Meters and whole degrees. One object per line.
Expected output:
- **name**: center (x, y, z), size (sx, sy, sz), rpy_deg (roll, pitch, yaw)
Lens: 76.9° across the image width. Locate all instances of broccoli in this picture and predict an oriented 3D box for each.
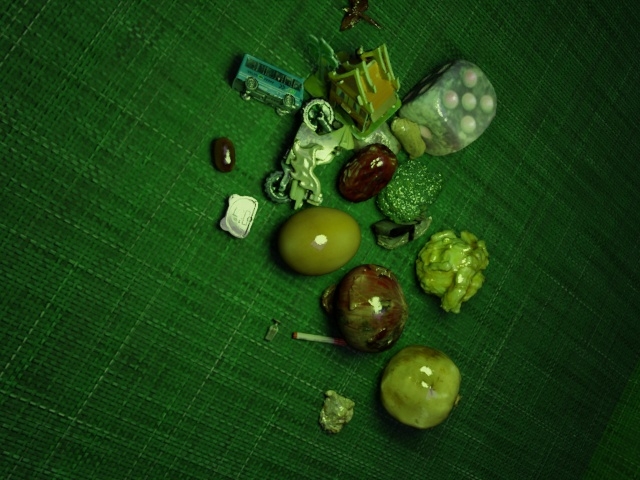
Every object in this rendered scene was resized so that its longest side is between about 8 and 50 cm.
- **broccoli**: center (0.354, -0.190, 1.605), size (0.241, 0.261, 0.270), rpy_deg (20, 81, -58)

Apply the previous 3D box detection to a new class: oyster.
- **oyster**: center (0.062, 0.695, 1.632), size (0.163, 0.081, 0.191), rpy_deg (-34, 100, -9)

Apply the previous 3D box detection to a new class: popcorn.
- **popcorn**: center (0.527, 0.114, 1.644), size (0.335, 0.279, 0.274), rpy_deg (-41, 146, -14)

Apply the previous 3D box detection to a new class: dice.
- **dice**: center (0.495, -0.516, 1.589), size (0.271, 0.270, 0.270), rpy_deg (-47, 107, -11)

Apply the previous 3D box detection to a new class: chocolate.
- **chocolate**: center (0.194, -0.425, 1.589), size (0.303, 0.100, 0.185), rpy_deg (45, 83, -13)

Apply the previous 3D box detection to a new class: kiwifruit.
- **kiwifruit**: center (-0.338, -0.302, 1.422), size (0.075, 0.075, 0.125), rpy_deg (-10, 100, -18)

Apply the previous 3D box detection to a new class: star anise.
- **star anise**: center (0.163, -0.858, 1.530), size (0.140, 0.144, 0.159), rpy_deg (-17, 134, -47)

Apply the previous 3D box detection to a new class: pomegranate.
- **pomegranate**: center (0.398, 0.575, 1.602), size (0.332, 0.332, 0.333), rpy_deg (-1, 94, -19)

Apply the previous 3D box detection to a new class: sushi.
- **sushi**: center (0.349, -0.042, 1.669), size (0.272, 0.134, 0.109), rpy_deg (-22, 123, -36)

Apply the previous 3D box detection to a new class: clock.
- **clock**: center (-0.298, -0.091, 1.462), size (0.109, 0.050, 0.153), rpy_deg (20, 87, -19)

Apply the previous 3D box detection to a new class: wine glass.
- **wine glass**: center (-0.184, 0.342, 1.542), size (0.042, 0.039, 0.083), rpy_deg (31, 88, -21)

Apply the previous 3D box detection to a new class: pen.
- **pen**: center (0.000, 0.394, 1.613), size (0.238, 0.028, 0.028), rpy_deg (12, 90, -19)

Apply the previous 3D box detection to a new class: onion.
- **onion**: center (0.189, 0.246, 1.506), size (0.353, 0.353, 0.354), rpy_deg (-1, 94, -19)

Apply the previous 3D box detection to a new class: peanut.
- **peanut**: center (0.348, -0.400, 1.572), size (0.099, 0.099, 0.214), rpy_deg (-49, 131, -10)

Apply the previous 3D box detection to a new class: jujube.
- **jujube**: center (0.170, -0.253, 1.524), size (0.183, 0.184, 0.243), rpy_deg (26, 125, -19)

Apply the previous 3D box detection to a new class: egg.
- **egg**: center (0.000, 0.000, 1.468), size (0.322, 0.250, 0.251), rpy_deg (-12, 98, -28)

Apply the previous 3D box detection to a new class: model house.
- **model house**: center (0.121, -0.594, 1.397), size (0.242, 0.313, 0.358), rpy_deg (-42, 82, -13)

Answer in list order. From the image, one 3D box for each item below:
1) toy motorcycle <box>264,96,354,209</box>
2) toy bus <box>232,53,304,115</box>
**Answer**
- **toy motorcycle**: center (-0.032, -0.299, 1.473), size (0.236, 0.169, 0.410), rpy_deg (28, 99, -9)
- **toy bus**: center (-0.180, -0.550, 1.437), size (0.246, 0.113, 0.135), rpy_deg (18, 82, -18)
